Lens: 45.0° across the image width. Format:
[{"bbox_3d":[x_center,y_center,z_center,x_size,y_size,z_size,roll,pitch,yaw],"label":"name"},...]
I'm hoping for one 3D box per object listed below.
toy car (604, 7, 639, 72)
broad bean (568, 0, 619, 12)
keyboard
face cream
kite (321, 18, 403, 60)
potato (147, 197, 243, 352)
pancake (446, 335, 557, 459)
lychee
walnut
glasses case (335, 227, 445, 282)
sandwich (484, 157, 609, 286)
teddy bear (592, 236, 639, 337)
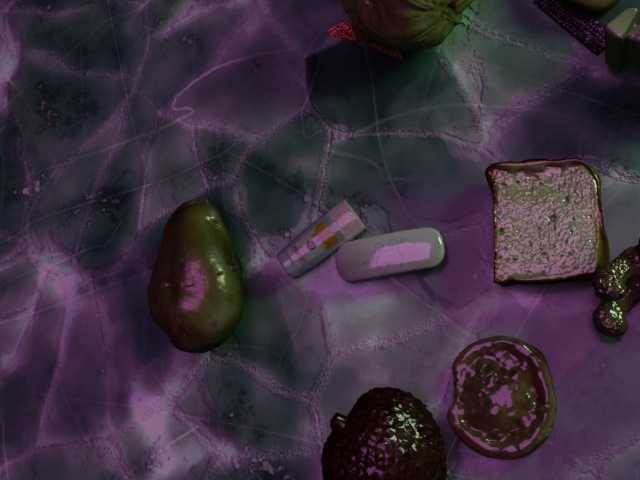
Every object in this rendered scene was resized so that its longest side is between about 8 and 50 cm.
[{"bbox_3d":[0.723,-0.466,1.481,0.226,0.242,0.336,28,88,25],"label":"toy car"},{"bbox_3d":[0.554,-0.554,1.630,0.124,0.082,0.174,-30,63,-17],"label":"broad bean"},{"bbox_3d":[0.545,-0.477,1.657,0.060,0.018,0.195,-43,67,7],"label":"keyboard"},{"bbox_3d":[0.000,0.000,1.691,0.198,0.057,0.084,-38,77,6],"label":"face cream"},{"bbox_3d":[0.124,-0.504,1.805,0.222,0.008,0.125,26,85,22],"label":"kite"},{"bbox_3d":[-0.270,0.070,1.678,0.202,0.218,0.351,1,73,-9],"label":"potato"},{"bbox_3d":[0.351,0.305,1.508,0.222,0.042,0.236,24,84,24],"label":"pancake"},{"bbox_3d":[0.122,0.410,1.451,0.260,0.260,0.261,-4,75,17],"label":"lychee"},{"bbox_3d":[0.193,-0.562,1.663,0.253,0.282,0.277,-25,70,-33],"label":"walnut"},{"bbox_3d":[0.146,0.031,1.634,0.233,0.059,0.092,-10,75,14],"label":"glasses case"},{"bbox_3d":[0.448,-0.038,1.539,0.226,0.087,0.251,-6,77,18],"label":"sandwich"},{"bbox_3d":[0.612,0.062,1.446,0.251,0.182,0.129,-20,32,2],"label":"teddy bear"}]
